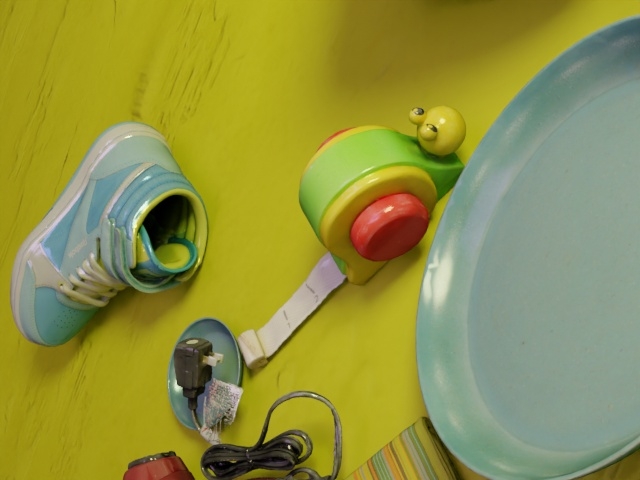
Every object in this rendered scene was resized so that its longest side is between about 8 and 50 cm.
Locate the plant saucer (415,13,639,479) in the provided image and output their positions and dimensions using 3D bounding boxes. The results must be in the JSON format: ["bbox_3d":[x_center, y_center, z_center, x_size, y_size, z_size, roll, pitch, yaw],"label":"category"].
[{"bbox_3d":[0.168,0.005,0.512,0.318,0.043,0.318,-54,24,37],"label":"plant saucer"}]

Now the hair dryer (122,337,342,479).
[{"bbox_3d":[-0.107,0.253,0.727,0.223,0.080,0.294,21,100,42],"label":"hair dryer"}]

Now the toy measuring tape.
[{"bbox_3d":[0.000,0.000,0.696,0.330,0.121,0.121,-46,51,24],"label":"toy measuring tape"}]

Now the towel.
[{"bbox_3d":[0.031,0.257,0.660,0.237,0.021,0.102,-46,46,25],"label":"towel"}]

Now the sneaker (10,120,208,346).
[{"bbox_3d":[-0.252,0.033,0.914,0.208,0.127,0.319,44,109,43],"label":"sneaker"}]

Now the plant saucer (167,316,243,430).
[{"bbox_3d":[-0.120,0.143,0.829,0.119,0.021,0.119,-14,69,41],"label":"plant saucer"}]
